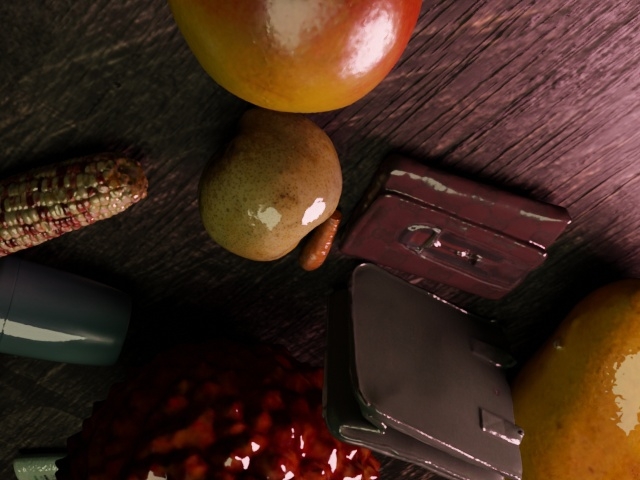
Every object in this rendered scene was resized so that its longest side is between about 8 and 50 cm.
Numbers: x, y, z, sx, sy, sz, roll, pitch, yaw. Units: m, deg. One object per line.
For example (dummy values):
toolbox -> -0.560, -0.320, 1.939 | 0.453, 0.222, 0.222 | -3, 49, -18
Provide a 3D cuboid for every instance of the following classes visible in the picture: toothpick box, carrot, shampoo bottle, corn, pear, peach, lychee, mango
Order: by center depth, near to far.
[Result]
peach -> -0.024, -0.227, 0.947 | 0.231, 0.231, 0.231 | 2, 138, 1
pear -> -0.057, -0.057, 1.175 | 0.136, 0.167, 0.167 | 37, 130, -11
corn -> -0.315, -0.042, 1.255 | 0.253, 0.086, 0.086 | -16, 134, 20
carrot -> 0.000, 0.000, 1.325 | 0.032, 0.032, 0.093 | 17, 131, -15
toothpick box -> -0.332, 0.094, 1.382 | 0.184, 0.120, 0.120 | 14, 137, -16
mango -> 0.377, 0.219, 1.419 | 0.301, 0.220, 0.445 | 3, 129, 7
lychee -> -0.114, 0.340, 1.431 | 0.424, 0.425, 0.500 | -21, 150, 24
shampoo bottle -> -0.383, 0.356, 1.730 | 0.190, 0.041, 0.069 | -6, 132, 9

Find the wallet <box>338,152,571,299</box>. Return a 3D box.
wallet -> 0.152, -0.010, 1.293 | 0.229, 0.049, 0.182 | 18, 139, -13

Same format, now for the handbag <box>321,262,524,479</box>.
handbag -> 0.129, 0.167, 1.340 | 0.260, 0.247, 0.079 | 24, 128, -20
